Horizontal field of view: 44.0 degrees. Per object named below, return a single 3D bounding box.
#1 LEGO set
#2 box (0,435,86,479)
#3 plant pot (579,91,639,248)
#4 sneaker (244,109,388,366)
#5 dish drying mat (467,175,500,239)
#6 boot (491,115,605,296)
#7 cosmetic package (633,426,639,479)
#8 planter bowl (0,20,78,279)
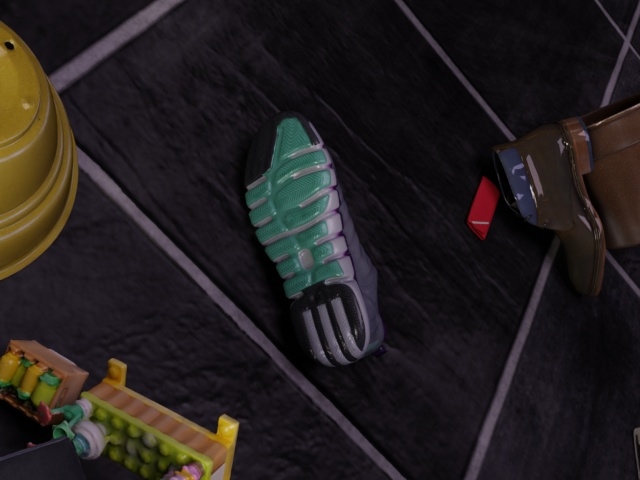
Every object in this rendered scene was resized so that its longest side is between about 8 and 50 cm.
[{"bbox_3d":[-0.096,0.167,0.431,0.287,0.132,0.107,53,33,3],"label":"LEGO set"},{"bbox_3d":[-0.219,0.194,0.316,0.247,0.163,0.142,-9,71,-44],"label":"box"},{"bbox_3d":[0.390,-0.088,1.015,0.167,0.167,0.165,-32,99,-46],"label":"plant pot"},{"bbox_3d":[0.000,0.000,0.690,0.098,0.083,0.224,14,60,-63],"label":"sneaker"},{"bbox_3d":[0.187,-0.038,0.906,0.032,0.008,0.083,43,47,-15],"label":"dish drying mat"},{"bbox_3d":[0.270,-0.030,0.945,0.082,0.106,0.219,-110,-172,-79],"label":"boot"},{"bbox_3d":[0.516,0.309,0.934,0.296,0.129,0.153,24,53,-30],"label":"cosmetic package"},{"bbox_3d":[-0.238,-0.083,0.494,0.217,0.090,0.217,20,56,-33],"label":"planter bowl"}]
